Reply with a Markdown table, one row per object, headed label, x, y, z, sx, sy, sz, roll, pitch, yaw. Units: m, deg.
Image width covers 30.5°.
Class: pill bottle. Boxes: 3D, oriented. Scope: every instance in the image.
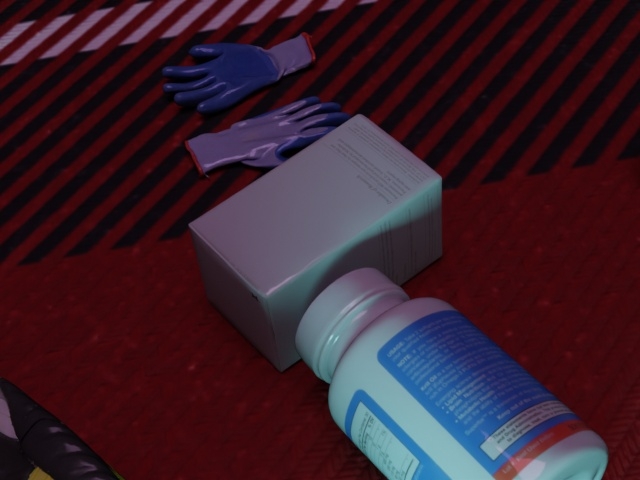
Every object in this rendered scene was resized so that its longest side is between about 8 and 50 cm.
| label | x | y | z | sx | sy | sz | roll | pitch | yaw |
| --- | --- | --- | --- | --- | --- | --- | --- | --- | --- |
| pill bottle | 0.084 | 0.118 | 0.839 | 0.124 | 0.124 | 0.221 | -33 | 56 | -20 |

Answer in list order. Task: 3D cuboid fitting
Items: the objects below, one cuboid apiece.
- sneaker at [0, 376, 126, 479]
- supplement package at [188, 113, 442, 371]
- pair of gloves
| label | x | y | z | sx | sy | sz | roll | pitch | yaw |
| --- | --- | --- | --- | --- | --- | --- | --- | --- | --- |
| sneaker | -0.250 | 0.173 | 0.833 | 0.385 | 0.145 | 0.147 | 27 | 68 | 30 |
| supplement package | 0.000 | 0.000 | 0.956 | 0.179 | 0.105 | 0.105 | -34 | 56 | -21 |
| pair of gloves | -0.062 | -0.132 | 1.124 | 0.159 | 0.023 | 0.198 | -17 | 51 | -7 |
